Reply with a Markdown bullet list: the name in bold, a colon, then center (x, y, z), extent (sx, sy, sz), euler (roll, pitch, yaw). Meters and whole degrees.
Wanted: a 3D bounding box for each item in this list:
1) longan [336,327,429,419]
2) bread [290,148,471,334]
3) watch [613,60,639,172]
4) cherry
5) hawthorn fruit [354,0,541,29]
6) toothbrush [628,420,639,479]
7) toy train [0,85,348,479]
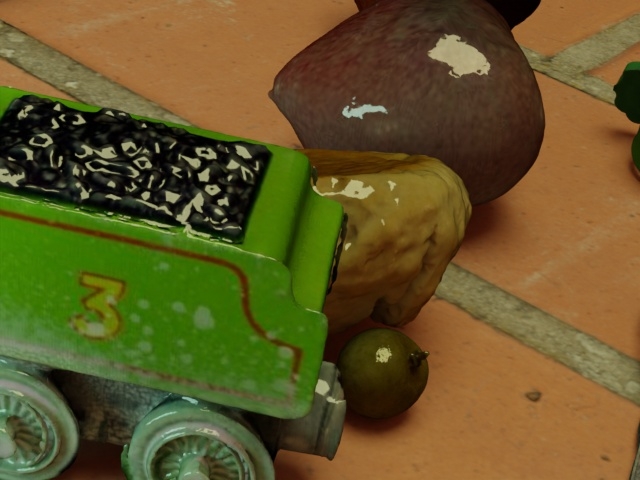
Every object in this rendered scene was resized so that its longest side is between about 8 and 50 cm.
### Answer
- **longan**: center (0.051, 0.097, 1.037), extent (0.083, 0.075, 0.075), euler (-24, 13, 34)
- **bread**: center (0.000, 0.000, 1.093), extent (0.244, 0.134, 0.244), euler (-2, 13, 0)
- **watch**: center (0.385, -0.112, 1.464), extent (0.165, 0.131, 0.152), euler (18, 50, 4)
- **cherry**: center (0.089, -0.123, 1.309), extent (0.239, 0.206, 0.239), euler (-18, 41, 17)
- **hawthorn fruit**: center (0.129, -0.321, 1.625), extent (0.215, 0.215, 0.250), euler (-3, 35, -22)
- **toothbrush**: center (0.260, 0.144, 1.069), extent (0.042, 0.035, 0.413), euler (44, 32, -10)
- **toy train**: center (-0.124, 0.042, 0.918), extent (0.307, 0.249, 0.173), euler (13, 33, 1)
